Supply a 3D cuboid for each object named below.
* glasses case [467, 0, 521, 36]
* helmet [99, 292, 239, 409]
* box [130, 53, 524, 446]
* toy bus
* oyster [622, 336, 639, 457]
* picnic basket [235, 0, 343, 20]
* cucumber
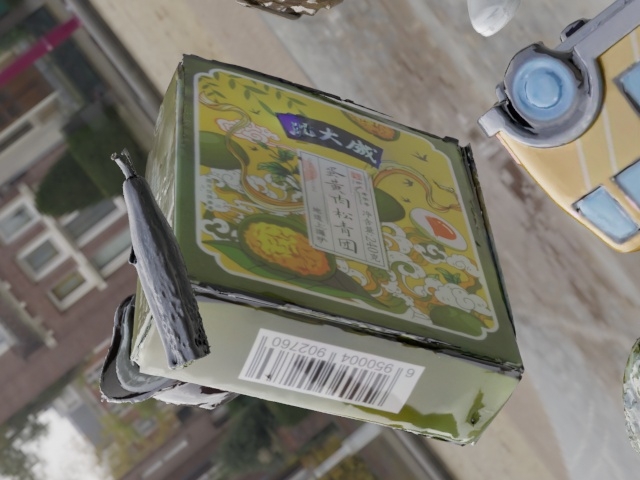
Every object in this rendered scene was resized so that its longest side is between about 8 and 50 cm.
[{"bbox_3d":[0.293,-0.419,2.096,0.059,0.092,0.233,36,-150,-18],"label":"glasses case"},{"bbox_3d":[-0.148,0.120,1.673,0.177,0.305,0.225,36,169,-34],"label":"helmet"},{"bbox_3d":[0.000,0.000,1.348,0.372,0.138,0.420,15,-145,-16],"label":"box"},{"bbox_3d":[0.201,-0.087,0.656,0.136,0.209,0.126,53,-149,3],"label":"toy bus"},{"bbox_3d":[0.277,0.122,0.963,0.125,0.064,0.177,-143,49,-61],"label":"oyster"},{"bbox_3d":[-0.069,-0.467,1.830,0.291,0.254,0.321,15,-173,22],"label":"picnic basket"},{"bbox_3d":[-0.121,0.014,0.911,0.043,0.039,0.163,30,-141,-81],"label":"cucumber"}]
